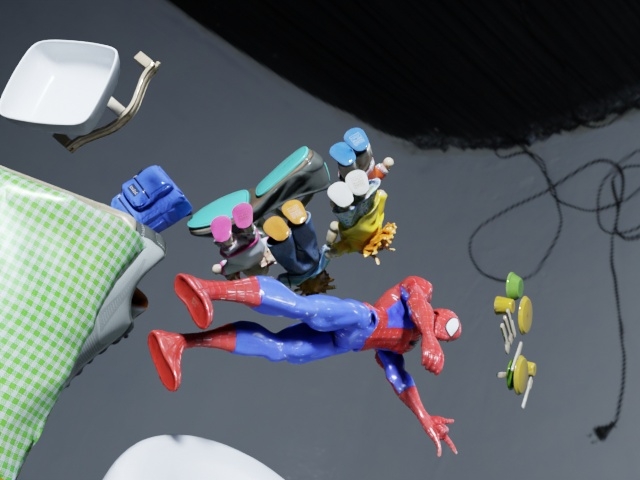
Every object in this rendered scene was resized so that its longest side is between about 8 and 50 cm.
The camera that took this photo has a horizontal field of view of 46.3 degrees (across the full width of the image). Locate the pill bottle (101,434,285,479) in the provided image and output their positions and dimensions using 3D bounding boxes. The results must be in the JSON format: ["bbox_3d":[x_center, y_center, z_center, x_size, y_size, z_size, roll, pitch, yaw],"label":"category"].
[{"bbox_3d":[-0.143,0.323,0.537,0.334,0.188,0.188,-57,29,12],"label":"pill bottle"}]

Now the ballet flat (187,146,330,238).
[{"bbox_3d":[-0.102,-0.057,1.312,0.280,0.096,0.095,-28,29,22],"label":"ballet flat"}]

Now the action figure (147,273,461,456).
[{"bbox_3d":[0.030,0.092,0.559,0.139,0.280,0.091,53,126,34],"label":"action figure"}]

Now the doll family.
[{"bbox_3d":[0.000,0.000,0.907,0.263,0.163,0.118,-32,60,-5],"label":"doll family"}]

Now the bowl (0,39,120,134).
[{"bbox_3d":[-0.345,-0.201,1.012,0.142,0.053,0.142,9,64,13],"label":"bowl"}]

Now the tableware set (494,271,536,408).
[{"bbox_3d":[0.234,0.118,0.901,0.024,0.154,0.104,2,42,32],"label":"tableware set"}]

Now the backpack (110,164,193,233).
[{"bbox_3d":[-0.308,-0.067,1.319,0.120,0.101,0.098,-38,55,-8],"label":"backpack"}]

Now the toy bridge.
[{"bbox_3d":[-0.303,-0.198,1.099,0.063,0.026,0.188,40,81,21],"label":"toy bridge"}]

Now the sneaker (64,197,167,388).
[{"bbox_3d":[-0.236,0.088,0.724,0.271,0.108,0.100,-58,32,25],"label":"sneaker"}]

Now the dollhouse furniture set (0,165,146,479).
[{"bbox_3d":[-0.272,0.008,0.363,0.151,0.302,0.197,94,-163,-73],"label":"dollhouse furniture set"}]
